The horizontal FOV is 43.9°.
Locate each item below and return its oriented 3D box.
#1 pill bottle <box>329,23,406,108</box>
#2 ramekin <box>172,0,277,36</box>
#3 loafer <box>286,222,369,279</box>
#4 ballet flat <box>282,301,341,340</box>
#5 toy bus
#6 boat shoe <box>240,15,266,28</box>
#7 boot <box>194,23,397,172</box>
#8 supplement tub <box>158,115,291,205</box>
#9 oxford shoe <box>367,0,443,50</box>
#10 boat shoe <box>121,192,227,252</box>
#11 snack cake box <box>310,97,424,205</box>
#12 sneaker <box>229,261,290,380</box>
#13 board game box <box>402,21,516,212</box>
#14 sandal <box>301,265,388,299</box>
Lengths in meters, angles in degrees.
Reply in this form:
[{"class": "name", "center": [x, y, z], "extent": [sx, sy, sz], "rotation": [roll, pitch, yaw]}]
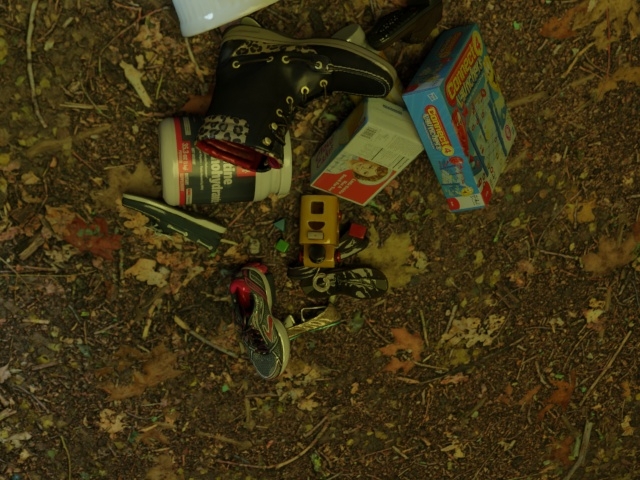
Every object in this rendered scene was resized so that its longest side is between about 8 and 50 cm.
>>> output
[{"class": "pill bottle", "center": [0.101, -0.368, 1.760], "extent": [0.117, 0.117, 0.208], "rotation": [-35, 118, 4]}, {"class": "ramekin", "center": [-0.169, -0.512, 1.542], "extent": [0.277, 0.277, 0.135], "rotation": [-25, 111, -2]}, {"class": "loafer", "center": [0.008, 0.023, 1.953], "extent": [0.220, 0.080, 0.078], "rotation": [-28, 106, -6]}, {"class": "ballet flat", "center": [-0.051, 0.212, 2.036], "extent": [0.206, 0.073, 0.067], "rotation": [-21, 92, -7]}, {"class": "toy bus", "center": [-0.005, -0.012, 1.864], "extent": [0.191, 0.104, 0.202], "rotation": [-44, 80, 1]}, {"class": "boat shoe", "center": [-0.122, -0.433, 1.718], "extent": [0.049, 0.042, 0.133], "rotation": [-25, 122, 33]}, {"class": "boot", "center": [-0.056, -0.273, 1.606], "extent": [0.377, 0.138, 0.284], "rotation": [15, 68, 5]}, {"class": "supplement tub", "center": [-0.210, -0.176, 1.730], "extent": [0.272, 0.191, 0.191], "rotation": [-4, 116, -12]}, {"class": "oxford shoe", "center": [0.194, -0.459, 1.724], "extent": [0.227, 0.083, 0.096], "rotation": [-37, 129, -26]}, {"class": "boat shoe", "center": [-0.341, -0.042, 1.820], "extent": [0.254, 0.095, 0.079], "rotation": [20, 97, -31]}, {"class": "snack cake box", "center": [0.103, -0.197, 1.785], "extent": [0.152, 0.089, 0.264], "rotation": [18, 144, -23]}, {"class": "sneaker", "center": [-0.162, 0.208, 1.938], "extent": [0.121, 0.112, 0.299], "rotation": [-7, 107, 24]}, {"class": "board game box", "center": [0.319, -0.276, 1.763], "extent": [0.086, 0.308, 0.302], "rotation": [-7, 125, 34]}, {"class": "sandal", "center": [0.061, 0.105, 2.013], "extent": [0.219, 0.060, 0.090], "rotation": [-6, 111, 4]}]
